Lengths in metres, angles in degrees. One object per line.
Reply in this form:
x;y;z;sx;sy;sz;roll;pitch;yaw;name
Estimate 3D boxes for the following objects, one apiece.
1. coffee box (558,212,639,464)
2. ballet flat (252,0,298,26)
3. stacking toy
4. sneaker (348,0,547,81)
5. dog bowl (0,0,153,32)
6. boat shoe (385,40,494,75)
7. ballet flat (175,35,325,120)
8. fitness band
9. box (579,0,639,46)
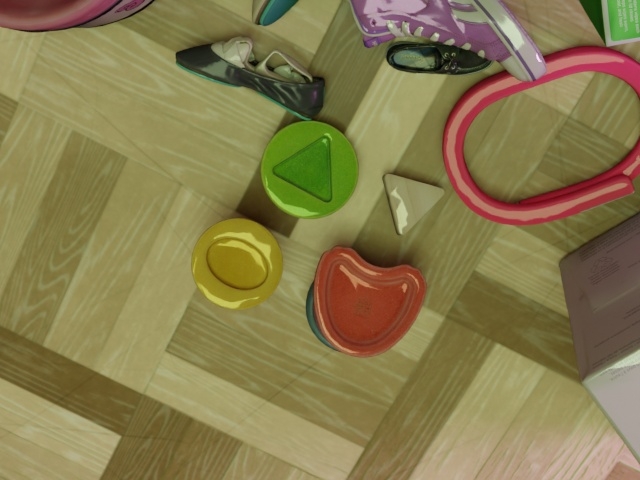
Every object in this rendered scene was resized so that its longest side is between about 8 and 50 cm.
0.536;0.135;1.431;0.337;0.338;0.334;-32;106;17;coffee box
-0.013;-0.377;1.435;0.086;0.086;0.248;44;108;-11;ballet flat
0.000;0.000;1.587;0.309;0.130;0.279;26;86;-7;stacking toy
0.143;-0.271;1.440;0.282;0.102;0.161;45;105;0;sneaker
-0.349;-0.433;1.372;0.408;0.150;0.408;5;117;10;dog bowl
0.154;-0.233;1.485;0.142;0.040;0.049;0;111;6;boat shoe
-0.085;-0.225;1.499;0.203;0.074;0.074;22;112;-9;ballet flat
0.304;-0.136;1.506;0.291;0.054;0.209;-19;106;12;fitness band
0.414;-0.326;1.304;0.231;0.262;0.127;-8;111;8;box
